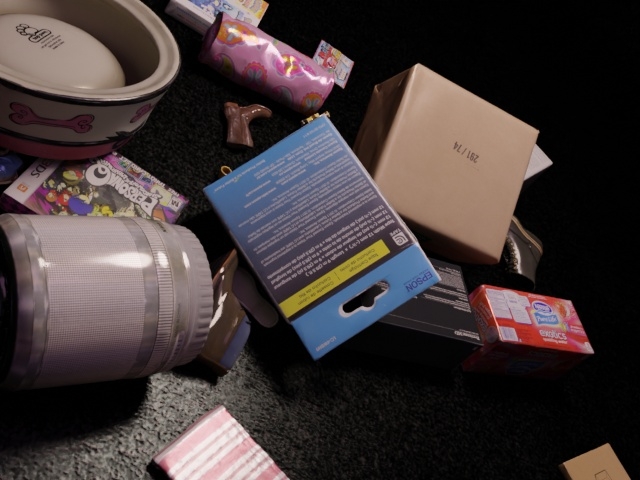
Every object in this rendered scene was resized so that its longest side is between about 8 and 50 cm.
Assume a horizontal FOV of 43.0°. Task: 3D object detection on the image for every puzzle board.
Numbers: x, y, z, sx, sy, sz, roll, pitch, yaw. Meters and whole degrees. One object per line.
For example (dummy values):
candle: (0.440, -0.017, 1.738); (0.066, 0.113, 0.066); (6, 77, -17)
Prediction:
puzzle board: (0.029, -0.422, 1.934); (0.096, 0.011, 0.128); (32, 42, -11)

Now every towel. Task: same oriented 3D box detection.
towel: (-0.125, 0.338, 1.124); (0.197, 0.029, 0.144); (47, 40, 10)

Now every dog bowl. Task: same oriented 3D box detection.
dog bowl: (-0.441, -0.292, 1.303); (0.408, 0.150, 0.408); (18, 38, -15)

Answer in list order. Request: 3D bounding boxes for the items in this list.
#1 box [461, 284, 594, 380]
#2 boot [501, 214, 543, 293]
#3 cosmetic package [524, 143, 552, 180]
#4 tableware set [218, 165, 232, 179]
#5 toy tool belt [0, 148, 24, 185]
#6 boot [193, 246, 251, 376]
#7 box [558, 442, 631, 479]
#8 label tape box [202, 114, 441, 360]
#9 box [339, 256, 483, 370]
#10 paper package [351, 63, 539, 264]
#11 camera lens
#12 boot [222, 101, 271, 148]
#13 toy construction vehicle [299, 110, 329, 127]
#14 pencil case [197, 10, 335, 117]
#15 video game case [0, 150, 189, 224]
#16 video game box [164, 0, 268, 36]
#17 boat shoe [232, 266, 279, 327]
box: (0.389, 0.185, 1.588); (0.256, 0.122, 0.128); (11, 49, -32)
boot: (0.412, 0.016, 1.801); (0.198, 0.077, 0.137); (31, 46, -11)
cosmetic package: (0.411, -0.168, 1.897); (0.183, 0.151, 0.151); (-24, 71, -48)
tableware set: (-0.122, -0.088, 1.507); (0.154, 0.024, 0.104); (27, 42, -16)
toy tool belt: (-0.477, -0.114, 1.229); (0.052, 0.051, 0.083); (44, 40, 3)
boot: (-0.157, 0.111, 1.277); (0.106, 0.082, 0.219); (45, 42, -19)
box: (0.547, 0.491, 1.519); (0.164, 0.021, 0.201); (-5, 58, -41)
label tape box: (0.000, 0.000, 1.362); (0.249, 0.115, 0.348); (-32, 75, -8)
box: (0.148, 0.117, 1.476); (0.261, 0.103, 0.184); (16, 43, -27)
paper package: (0.236, -0.143, 1.635); (0.324, 0.168, 0.310); (24, 76, -22)
camera lens: (-0.308, 0.077, 1.061); (0.274, 0.219, 0.219); (0, 55, -38)
boot: (-0.139, -0.219, 1.599); (0.106, 0.037, 0.114); (2, 49, -20)
toy construction vehicle: (0.002, -0.224, 1.701); (0.098, 0.035, 0.086); (-30, 91, -49)
pencil case: (-0.110, -0.364, 1.695); (0.284, 0.124, 0.124); (23, 44, -22)
video game case: (-0.350, -0.060, 1.287); (0.232, 0.042, 0.210); (34, 40, -8)
video game box: (-0.224, -0.512, 1.789); (0.187, 0.048, 0.205); (32, 41, -15)
boat shoe: (-0.112, 0.094, 1.341); (0.046, 0.038, 0.125); (-43, 77, -8)
